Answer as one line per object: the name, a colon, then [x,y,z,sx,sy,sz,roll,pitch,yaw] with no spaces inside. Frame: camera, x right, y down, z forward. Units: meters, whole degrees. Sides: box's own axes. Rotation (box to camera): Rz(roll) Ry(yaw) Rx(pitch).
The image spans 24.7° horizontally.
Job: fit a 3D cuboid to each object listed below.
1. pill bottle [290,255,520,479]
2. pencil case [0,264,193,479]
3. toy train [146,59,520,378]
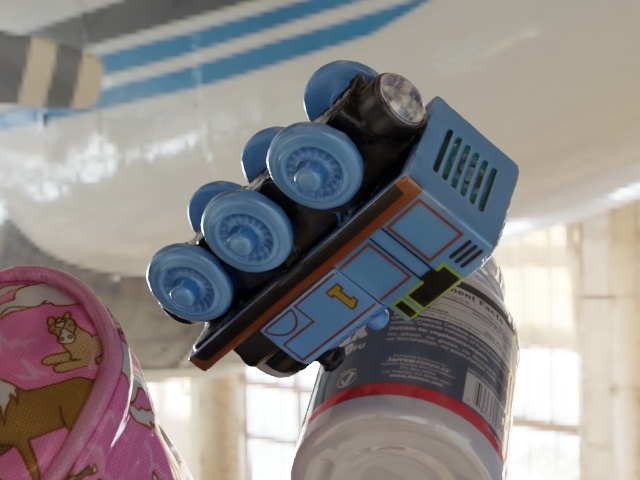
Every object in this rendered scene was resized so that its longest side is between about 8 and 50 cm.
pill bottle: [0.051,0.075,0.778,0.107,0.108,0.180,-1,-148,13]
pencil case: [-0.114,0.180,0.777,0.167,0.160,0.386,13,146,28]
toy train: [0.000,0.000,0.661,0.184,0.105,0.080,-42,-167,38]
